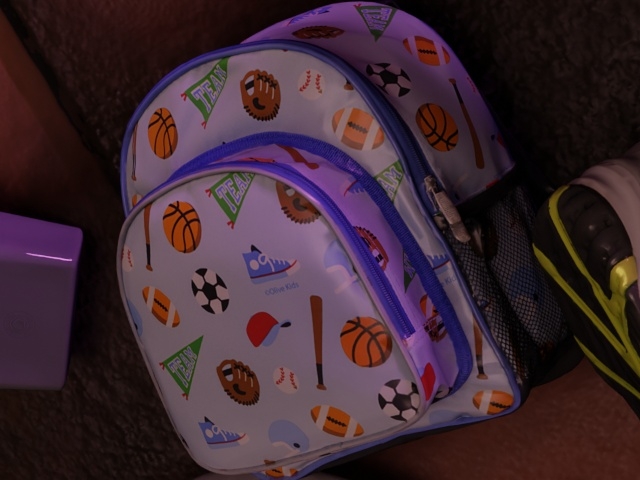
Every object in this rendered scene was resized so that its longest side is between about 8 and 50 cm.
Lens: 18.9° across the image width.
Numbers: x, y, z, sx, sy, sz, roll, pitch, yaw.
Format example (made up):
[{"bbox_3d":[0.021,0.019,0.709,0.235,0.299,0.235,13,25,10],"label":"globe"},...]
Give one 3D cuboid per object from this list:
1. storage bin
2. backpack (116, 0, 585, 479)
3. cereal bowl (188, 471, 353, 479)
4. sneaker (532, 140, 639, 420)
[{"bbox_3d":[-0.215,0.041,1.339,0.091,0.098,0.135,8,116,-5],"label":"storage bin"},{"bbox_3d":[0.000,0.000,1.140,0.277,0.213,0.263,-21,91,34],"label":"backpack"},{"bbox_3d":[-0.022,0.327,1.295,0.339,0.141,0.339,12,121,21],"label":"cereal bowl"},{"bbox_3d":[0.262,0.103,1.071,0.384,0.147,0.145,62,167,-27],"label":"sneaker"}]
